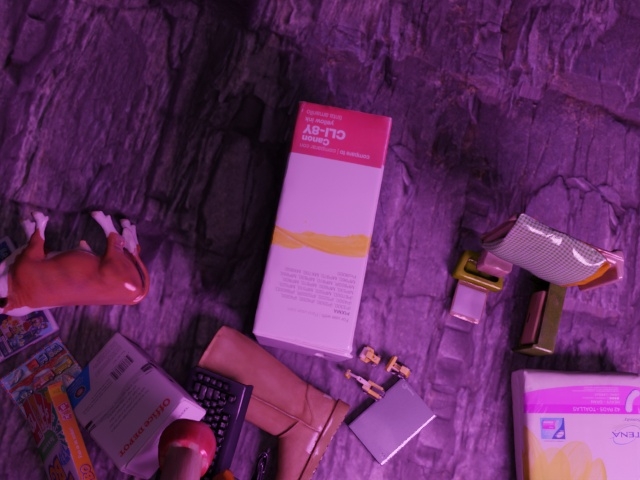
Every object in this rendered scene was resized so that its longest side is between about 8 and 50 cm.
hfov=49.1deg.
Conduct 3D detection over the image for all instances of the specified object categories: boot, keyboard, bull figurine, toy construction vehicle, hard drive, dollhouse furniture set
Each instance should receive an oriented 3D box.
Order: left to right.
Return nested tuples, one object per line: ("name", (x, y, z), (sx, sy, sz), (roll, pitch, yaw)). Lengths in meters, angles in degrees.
("bull figurine", (-0.463, 0.047, 1.243), (0.310, 0.101, 0.188), (1, 77, -18))
("keyboard", (-0.180, 0.391, 1.184), (0.202, 0.033, 0.317), (17, 91, 15))
("boot", (-0.116, 0.316, 1.235), (0.269, 0.089, 0.236), (29, 76, 6))
("toy construction vehicle", (0.104, 0.239, 1.270), (0.098, 0.035, 0.086), (32, 74, 19))
("hard drive", (0.130, 0.327, 1.273), (0.135, 0.022, 0.094), (-40, 83, -10))
("dollhouse furniture set", (0.346, 0.087, 1.191), (0.198, 0.301, 0.151), (20, 75, -2))

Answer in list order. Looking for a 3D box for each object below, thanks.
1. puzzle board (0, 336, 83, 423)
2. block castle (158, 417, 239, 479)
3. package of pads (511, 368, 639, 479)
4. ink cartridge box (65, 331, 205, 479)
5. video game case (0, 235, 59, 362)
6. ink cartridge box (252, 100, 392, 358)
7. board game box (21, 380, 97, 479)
("puzzle board", (-0.496, 0.250, 1.257), (0.128, 0.011, 0.096), (-38, 83, -9))
("block castle", (-0.190, 0.514, 1.045), (0.303, 0.213, 0.453), (-30, 103, 3))
("package of pads", (0.467, 0.380, 1.242), (0.229, 0.101, 0.296), (2, 78, -2))
("ink cartridge box", (-0.317, 0.276, 1.180), (0.203, 0.086, 0.148), (34, 78, 33))
("video game case", (-0.603, 0.121, 1.271), (0.183, 0.023, 0.201), (-30, 81, -9))
("ink cartridge box", (0.000, 0.000, 1.200), (0.160, 0.279, 0.384), (11, 78, -1))
("board game box", (-0.427, 0.374, 1.179), (0.039, 0.124, 0.259), (-19, 83, -46))
